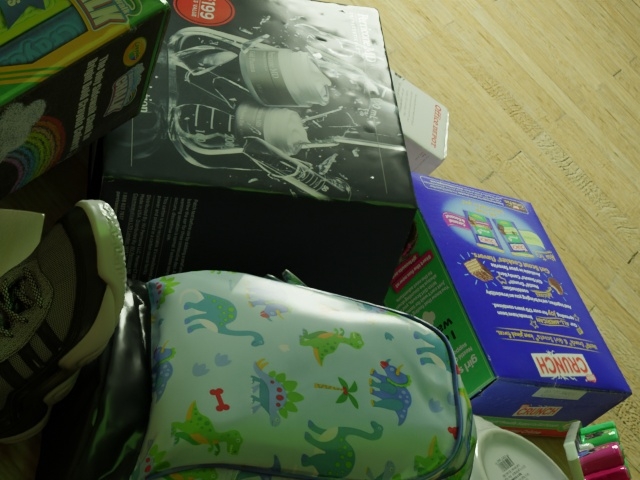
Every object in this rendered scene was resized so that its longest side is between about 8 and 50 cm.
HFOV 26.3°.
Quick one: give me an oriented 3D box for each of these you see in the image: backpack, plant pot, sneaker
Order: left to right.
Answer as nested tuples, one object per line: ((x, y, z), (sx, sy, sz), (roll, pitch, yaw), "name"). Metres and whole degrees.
((-0.316, 0.033, 1.235), (0.096, 0.109, 0.109), (17, 40, -17), "plant pot")
((-0.264, 0.072, 1.094), (0.153, 0.269, 0.101), (2, 45, -40), "sneaker")
((-0.043, 0.169, 1.199), (0.355, 0.273, 0.290), (25, 35, -20), "backpack")

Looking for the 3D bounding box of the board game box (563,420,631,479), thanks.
((0.314, 0.368, 1.312), (0.390, 0.050, 0.390), (21, 54, -77), "board game box")

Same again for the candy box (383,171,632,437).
((0.211, 0.084, 1.728), (0.268, 0.122, 0.317), (12, 44, -42), "candy box")

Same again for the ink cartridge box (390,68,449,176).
((0.080, -0.176, 1.912), (0.190, 0.082, 0.140), (34, 34, -17), "ink cartridge box")

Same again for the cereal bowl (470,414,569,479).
((0.173, 0.298, 1.395), (0.339, 0.141, 0.339), (33, 28, -20), "cereal bowl")

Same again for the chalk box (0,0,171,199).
((-0.261, -0.183, 1.223), (0.179, 0.180, 0.289), (46, 58, 10), "chalk box")

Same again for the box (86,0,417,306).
((-0.086, -0.104, 1.468), (0.312, 0.179, 0.343), (6, 44, -13), "box")
